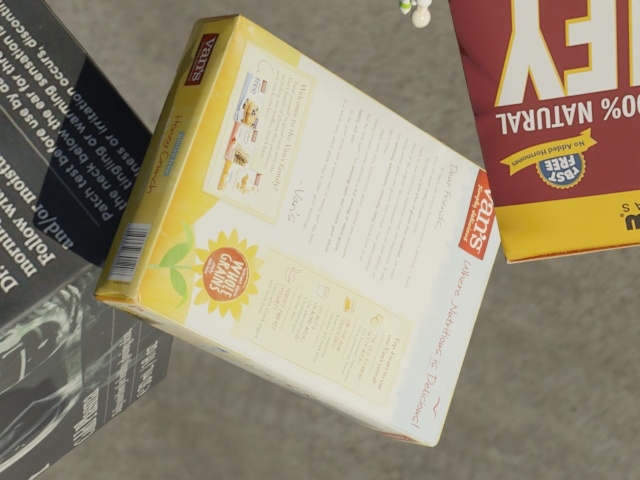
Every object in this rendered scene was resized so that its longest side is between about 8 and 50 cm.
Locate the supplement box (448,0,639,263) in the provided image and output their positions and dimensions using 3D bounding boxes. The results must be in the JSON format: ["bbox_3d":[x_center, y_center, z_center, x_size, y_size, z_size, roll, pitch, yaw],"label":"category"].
[{"bbox_3d":[0.133,-0.117,0.650,0.129,0.194,0.191,-7,106,24],"label":"supplement box"}]

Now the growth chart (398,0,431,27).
[{"bbox_3d":[0.070,-0.263,1.365,0.021,0.237,0.172,2,121,-9],"label":"growth chart"}]

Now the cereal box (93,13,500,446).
[{"bbox_3d":[0.000,0.000,1.027,0.047,0.240,0.173,2,68,50],"label":"cereal box"}]

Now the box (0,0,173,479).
[{"bbox_3d":[-0.363,0.072,1.247,0.297,0.472,0.480,51,163,10],"label":"box"}]
